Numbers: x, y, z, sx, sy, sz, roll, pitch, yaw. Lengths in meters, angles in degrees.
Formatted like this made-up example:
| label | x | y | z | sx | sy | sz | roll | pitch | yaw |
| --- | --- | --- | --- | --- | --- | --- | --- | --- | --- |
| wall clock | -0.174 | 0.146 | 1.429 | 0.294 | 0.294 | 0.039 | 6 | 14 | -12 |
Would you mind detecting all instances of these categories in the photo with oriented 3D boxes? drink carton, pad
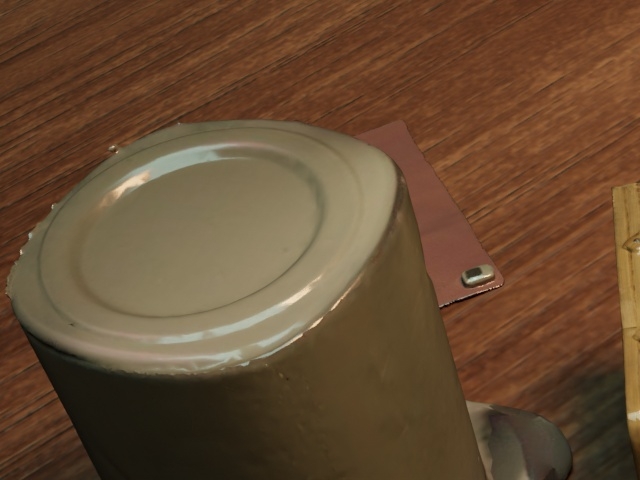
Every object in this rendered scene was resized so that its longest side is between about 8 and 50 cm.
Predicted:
| label | x | y | z | sx | sy | sz | roll | pitch | yaw |
| --- | --- | --- | --- | --- | --- | --- | --- | --- | --- |
| drink carton | -0.016 | 0.069 | 0.553 | 0.185 | 0.189 | 0.191 | 14 | 47 | 29 |
| pad | 0.022 | -0.010 | 0.788 | 0.113 | 0.006 | 0.187 | -21 | 36 | -2 |

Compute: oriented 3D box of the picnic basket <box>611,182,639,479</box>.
| label | x | y | z | sx | sy | sz | roll | pitch | yaw |
| --- | --- | --- | --- | --- | --- | --- | --- | --- | --- |
| picnic basket | 0.165 | 0.055 | 0.546 | 0.079 | 0.115 | 0.164 | -10 | 36 | 15 |
